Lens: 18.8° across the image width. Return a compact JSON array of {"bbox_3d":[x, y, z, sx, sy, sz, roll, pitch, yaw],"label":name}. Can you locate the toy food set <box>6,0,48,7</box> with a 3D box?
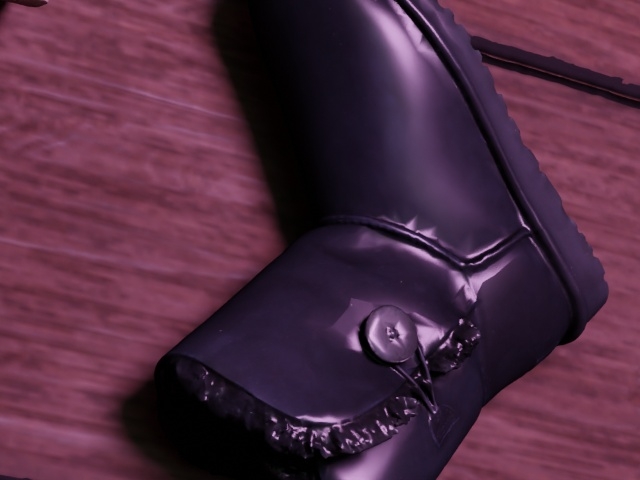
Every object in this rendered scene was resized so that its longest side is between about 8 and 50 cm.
[{"bbox_3d":[-0.213,-0.260,0.840,0.219,0.092,0.306,11,70,-23],"label":"toy food set"}]

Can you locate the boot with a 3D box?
[{"bbox_3d":[0.000,0.000,0.860,0.207,0.094,0.246,-41,100,-35],"label":"boot"}]
